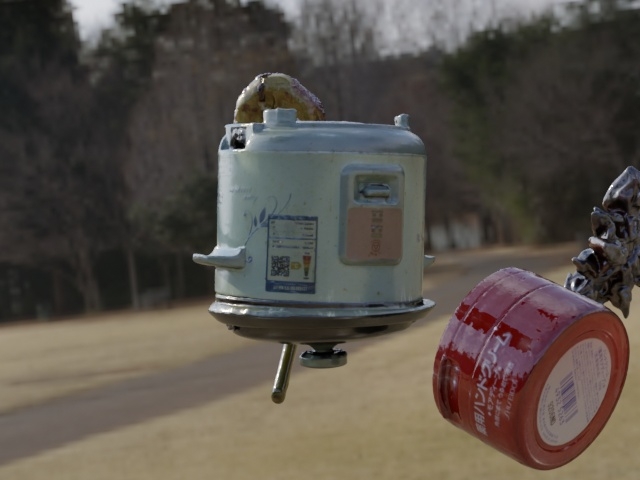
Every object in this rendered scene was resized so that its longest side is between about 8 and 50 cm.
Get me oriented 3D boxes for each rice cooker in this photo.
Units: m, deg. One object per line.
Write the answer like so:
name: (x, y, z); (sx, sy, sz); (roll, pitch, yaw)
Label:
rice cooker: (0.000, 0.000, 1.779); (0.316, 0.317, 0.264); (-7, 6, -33)

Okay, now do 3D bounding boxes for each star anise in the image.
star anise: (0.486, 0.016, 2.505); (0.129, 0.212, 0.283); (10, 53, 38)

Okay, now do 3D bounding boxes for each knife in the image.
knife: (-0.027, 0.068, 2.000); (0.027, 0.343, 0.061); (11, -35, 2)

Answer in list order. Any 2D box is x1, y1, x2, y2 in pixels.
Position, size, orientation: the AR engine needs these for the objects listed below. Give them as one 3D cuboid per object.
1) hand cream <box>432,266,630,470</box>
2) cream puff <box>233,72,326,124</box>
hand cream: (0.222, 0.135, 1.616); (0.193, 0.193, 0.125); (-8, 23, -44)
cream puff: (-0.063, -0.194, 2.429); (0.149, 0.149, 0.084); (-5, 10, 14)
